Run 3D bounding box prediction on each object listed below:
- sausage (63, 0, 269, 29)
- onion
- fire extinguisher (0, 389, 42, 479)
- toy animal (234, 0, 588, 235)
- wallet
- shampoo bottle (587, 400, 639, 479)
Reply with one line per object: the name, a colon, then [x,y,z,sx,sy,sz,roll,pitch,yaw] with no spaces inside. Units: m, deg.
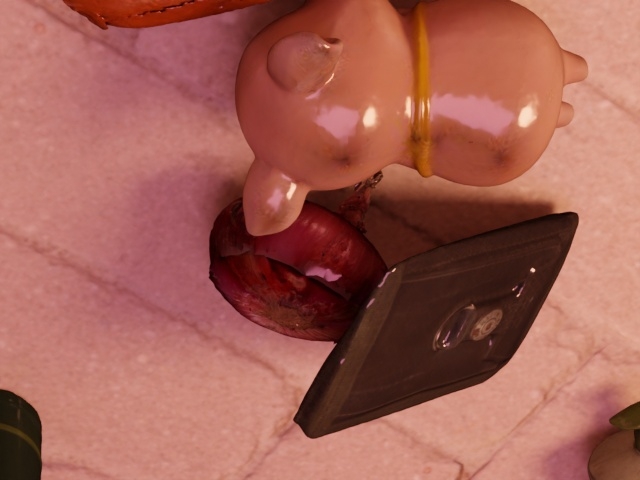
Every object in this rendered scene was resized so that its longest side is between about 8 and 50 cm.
sausage: [-0.019,-0.207,1.257,0.330,0.102,0.102,-15,127,3]
onion: [0.000,0.000,1.423,0.150,0.140,0.150,23,159,9]
fire extinguisher: [-0.253,0.240,1.432,0.118,0.294,0.093,5,126,-11]
toy animal: [0.062,-0.100,1.327,0.248,0.149,0.165,-7,122,-20]
wallet: [0.090,0.061,1.417,0.245,0.052,0.169,-15,142,-51]
shampoo bottle: [0.288,0.226,1.630,0.118,0.087,0.234,-11,127,4]
